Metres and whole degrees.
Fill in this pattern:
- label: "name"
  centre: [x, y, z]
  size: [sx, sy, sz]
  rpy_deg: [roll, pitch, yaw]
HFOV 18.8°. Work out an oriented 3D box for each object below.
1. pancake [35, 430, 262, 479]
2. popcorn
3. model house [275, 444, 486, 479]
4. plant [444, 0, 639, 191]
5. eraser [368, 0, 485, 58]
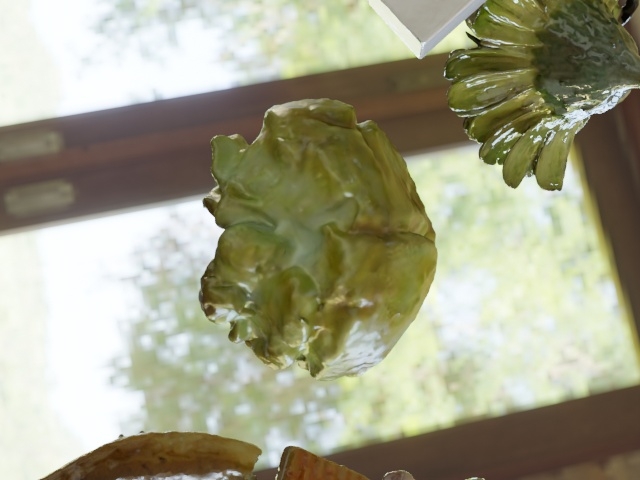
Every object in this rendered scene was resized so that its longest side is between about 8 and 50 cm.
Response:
- label: "pancake"
  centre: [-0.183, 0.295, 1.790]
  size: [0.057, 0.266, 0.244]
  rpy_deg: [-154, -111, -63]
- label: "popcorn"
  centre: [0.000, 0.000, 1.528]
  size: [0.204, 0.184, 0.221]
  rpy_deg: [59, 22, -66]
- label: "model house"
  centre: [0.057, 0.332, 1.858]
  size: [0.237, 0.237, 0.202]
  rpy_deg: [48, 43, -34]
- label: "plant"
  centre: [0.307, -0.221, 2.169]
  size: [0.261, 0.297, 0.306]
  rpy_deg: [-57, 136, -51]
- label: "eraser"
  centre: [0.176, -0.295, 1.751]
  size: [0.076, 0.298, 0.078]
  rpy_deg: [48, -3, 5]
